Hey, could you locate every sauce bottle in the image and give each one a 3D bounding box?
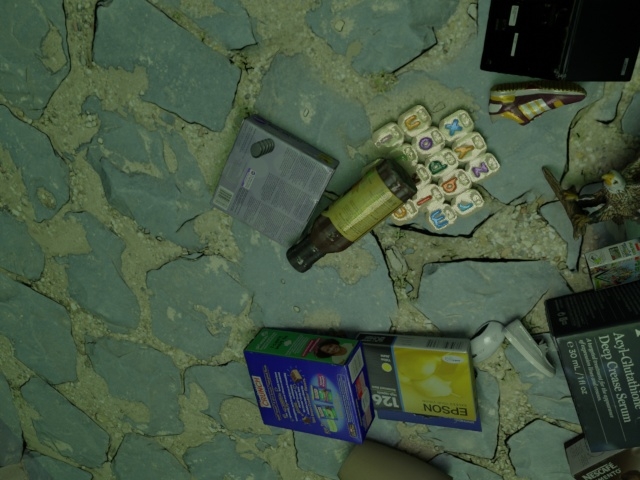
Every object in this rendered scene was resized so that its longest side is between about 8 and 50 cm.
[{"bbox_3d":[0.061,-0.047,1.260,0.344,0.111,0.111,-38,100,21],"label":"sauce bottle"}]

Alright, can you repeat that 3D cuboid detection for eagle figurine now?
[{"bbox_3d":[0.614,-0.117,1.047,0.298,0.225,0.226,-35,91,34],"label":"eagle figurine"}]

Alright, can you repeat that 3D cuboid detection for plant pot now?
[{"bbox_3d":[0.194,0.707,1.556,0.274,0.256,0.256,32,120,17],"label":"plant pot"}]

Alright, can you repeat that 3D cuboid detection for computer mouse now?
[{"bbox_3d":[0.402,0.284,1.396,0.106,0.042,0.193,34,118,-1],"label":"computer mouse"}]

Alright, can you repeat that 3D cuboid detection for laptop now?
[{"bbox_3d":[0.478,-0.439,1.055,0.264,0.137,0.234,21,121,34],"label":"laptop"}]

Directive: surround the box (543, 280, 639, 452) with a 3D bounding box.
[{"bbox_3d":[0.736,0.252,1.177,0.396,0.212,0.293,-18,100,21],"label":"box"}]

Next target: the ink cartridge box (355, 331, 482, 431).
[{"bbox_3d":[0.261,0.394,1.449,0.304,0.072,0.307,-2,112,26],"label":"ink cartridge box"}]

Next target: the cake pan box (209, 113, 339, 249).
[{"bbox_3d":[-0.119,-0.134,1.330,0.246,0.070,0.266,29,118,3],"label":"cake pan box"}]

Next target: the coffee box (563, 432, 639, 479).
[{"bbox_3d":[0.797,0.534,1.361,0.168,0.119,0.297,42,117,-7],"label":"coffee box"}]

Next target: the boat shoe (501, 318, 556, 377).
[{"bbox_3d":[0.530,0.266,1.345,0.184,0.066,0.063,44,100,-5],"label":"boat shoe"}]

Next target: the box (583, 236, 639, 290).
[{"bbox_3d":[0.632,0.054,1.153,0.114,0.207,0.036,-20,64,23],"label":"box"}]

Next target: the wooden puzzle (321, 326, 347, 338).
[{"bbox_3d":[0.032,0.272,1.512,0.049,0.006,0.083,44,118,-7],"label":"wooden puzzle"}]

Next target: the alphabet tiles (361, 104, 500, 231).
[{"bbox_3d":[0.248,-0.162,1.242,0.278,0.021,0.284,-30,104,25],"label":"alphabet tiles"}]

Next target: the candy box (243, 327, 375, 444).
[{"bbox_3d":[-0.030,0.396,1.493,0.317,0.122,0.268,1,116,27],"label":"candy box"}]

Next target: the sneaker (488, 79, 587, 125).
[{"bbox_3d":[0.443,-0.280,1.114,0.186,0.069,0.083,5,124,20],"label":"sneaker"}]

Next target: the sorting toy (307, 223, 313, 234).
[{"bbox_3d":[0.000,0.000,1.377,0.083,0.045,0.075,35,126,-3],"label":"sorting toy"}]
